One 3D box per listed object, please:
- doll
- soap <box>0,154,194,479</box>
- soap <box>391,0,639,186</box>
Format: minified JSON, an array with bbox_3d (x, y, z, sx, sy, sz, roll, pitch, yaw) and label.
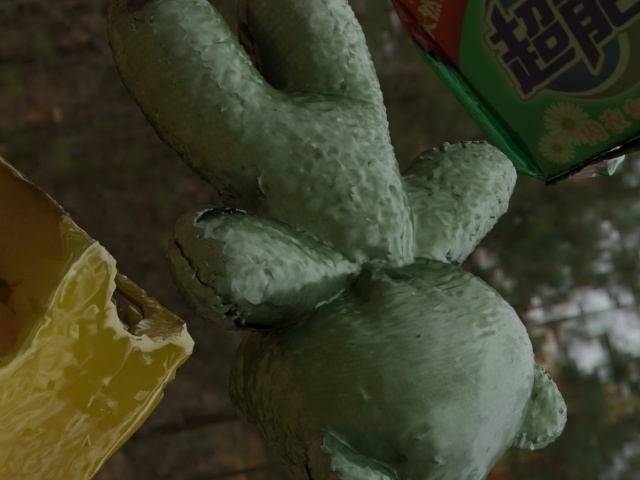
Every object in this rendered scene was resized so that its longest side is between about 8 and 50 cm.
[{"bbox_3d":[0.000,0.000,0.493,0.077,0.115,0.150,-31,-102,45],"label":"doll"},{"bbox_3d":[-0.212,0.020,0.730,0.324,0.204,0.096,36,-10,39],"label":"soap"},{"bbox_3d":[0.173,-0.156,1.038,0.218,0.273,0.098,52,46,-11],"label":"soap"}]
